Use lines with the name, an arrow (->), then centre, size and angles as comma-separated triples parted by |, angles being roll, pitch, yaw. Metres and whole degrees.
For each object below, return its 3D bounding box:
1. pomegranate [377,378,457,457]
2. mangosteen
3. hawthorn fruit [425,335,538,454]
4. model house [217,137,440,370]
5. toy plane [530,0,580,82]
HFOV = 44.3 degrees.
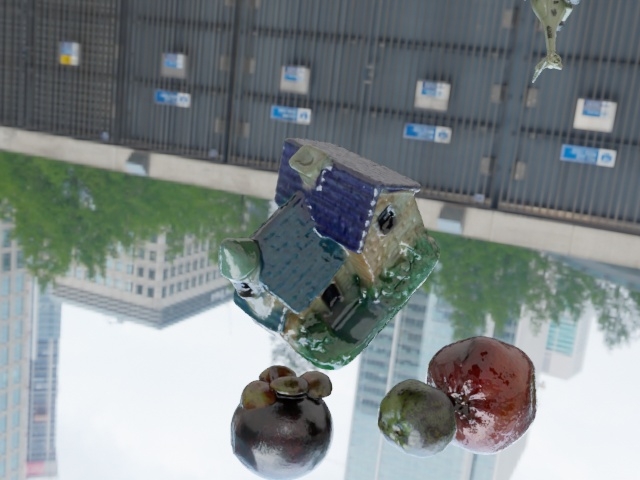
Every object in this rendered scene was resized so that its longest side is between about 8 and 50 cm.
pomegranate -> 0.171, 0.313, 1.339 | 0.138, 0.126, 0.163 | 3, 146, 41
mangosteen -> -0.070, 0.337, 1.437 | 0.209, 0.210, 0.210 | 6, -168, -1
hawthorn fruit -> 0.377, 0.344, 1.806 | 0.265, 0.265, 0.307 | 14, -167, 31
model house -> 0.000, 0.000, 1.246 | 0.245, 0.280, 0.312 | 33, -110, 35
toy plane -> 0.438, -0.427, 1.505 | 0.108, 0.286, 0.092 | 10, 152, -9
